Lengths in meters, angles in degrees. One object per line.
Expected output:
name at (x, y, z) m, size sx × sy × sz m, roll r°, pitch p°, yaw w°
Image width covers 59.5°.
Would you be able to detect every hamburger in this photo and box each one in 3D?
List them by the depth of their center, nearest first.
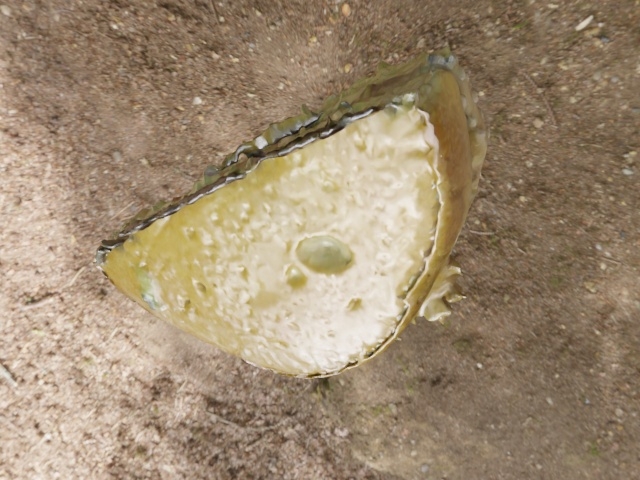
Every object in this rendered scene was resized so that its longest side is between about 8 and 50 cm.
hamburger at (0.000, 0.000, 0.621) m, size 0.446 × 0.268 × 0.287 m, roll -21°, pitch 108°, yaw 33°
